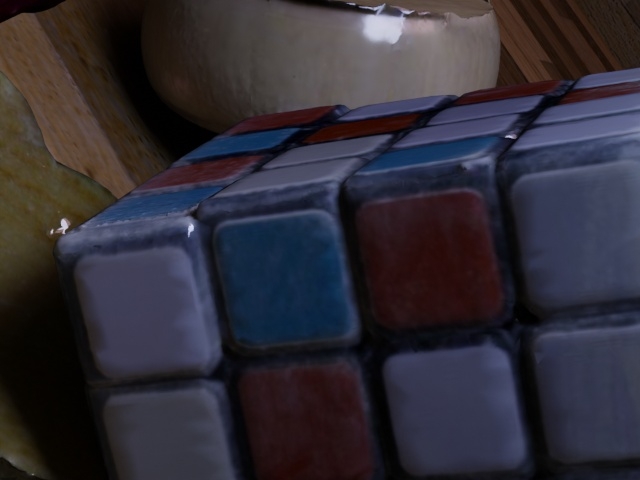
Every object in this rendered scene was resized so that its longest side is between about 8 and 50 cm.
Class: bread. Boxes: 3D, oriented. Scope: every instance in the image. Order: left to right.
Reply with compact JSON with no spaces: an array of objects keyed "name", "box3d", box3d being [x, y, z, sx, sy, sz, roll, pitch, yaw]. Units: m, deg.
[{"name":"bread","box3d":[-0.172,0.007,0.657,0.286,0.056,0.207,39,39,-35]}]

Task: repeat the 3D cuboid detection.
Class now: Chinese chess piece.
[{"name":"Chinese chess piece","box3d":[0.001,-0.139,1.035,0.250,0.103,0.249,8,20,-3]}]

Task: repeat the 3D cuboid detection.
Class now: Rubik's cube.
[{"name":"Rubik's cube","box3d":[0.062,0.068,0.694,0.256,0.253,0.258,-41,121,-68]}]

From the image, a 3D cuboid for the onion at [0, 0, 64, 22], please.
[{"name":"onion","box3d":[-0.187,-0.311,0.674,0.398,0.420,0.398,39,32,-31]}]
